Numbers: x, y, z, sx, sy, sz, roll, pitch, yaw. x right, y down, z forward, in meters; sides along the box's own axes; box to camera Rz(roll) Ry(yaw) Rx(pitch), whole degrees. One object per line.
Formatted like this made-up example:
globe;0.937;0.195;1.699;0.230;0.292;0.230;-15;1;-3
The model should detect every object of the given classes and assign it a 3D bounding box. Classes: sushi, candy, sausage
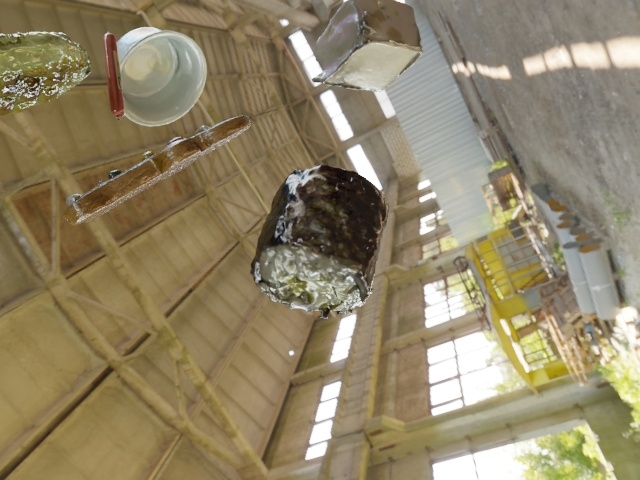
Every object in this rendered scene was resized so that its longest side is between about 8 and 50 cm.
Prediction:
sushi;0.000;0.001;1.138;0.281;0.300;0.294;89;-167;-55
candy;0.098;-0.422;1.033;0.185;0.195;0.137;-3;-104;-30
sausage;-0.439;-0.352;1.014;0.029;0.029;0.223;23;-130;-64

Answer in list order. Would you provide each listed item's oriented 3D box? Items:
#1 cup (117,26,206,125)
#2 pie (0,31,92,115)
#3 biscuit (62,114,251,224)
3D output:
cup;-0.587;-0.589;1.662;0.163;0.347;0.347;43;-171;25
pie;-0.576;-0.299;0.892;0.071;0.306;0.306;63;-162;-10
biscuit;-0.346;-0.172;1.041;0.064;0.432;0.283;59;165;-13
